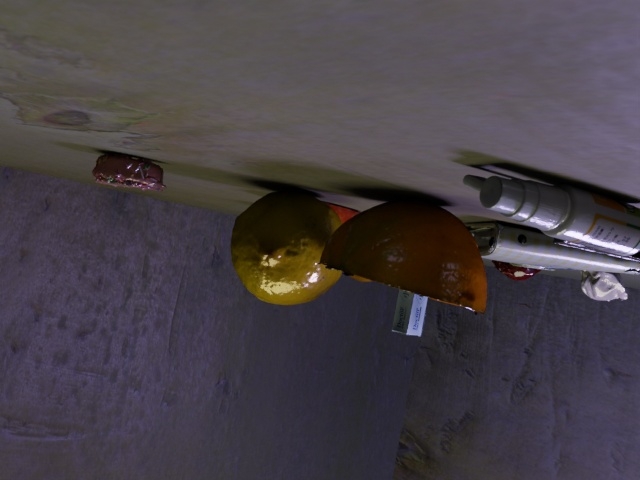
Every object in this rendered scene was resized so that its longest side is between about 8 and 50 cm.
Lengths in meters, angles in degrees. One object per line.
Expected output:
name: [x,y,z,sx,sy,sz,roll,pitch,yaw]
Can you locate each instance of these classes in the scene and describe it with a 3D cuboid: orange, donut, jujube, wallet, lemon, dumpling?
orange: [0.150,0.047,1.174,0.274,0.274,0.310,11,-147,-22]
donut: [-0.405,-0.141,1.352,0.166,0.065,0.117,8,179,32]
jujube: [0.480,0.048,1.647,0.104,0.104,0.166,11,180,-16]
wallet: [0.465,0.021,1.368,0.309,0.077,0.223,10,175,-8]
lemon: [-0.066,0.016,1.420,0.260,0.260,0.284,9,-178,35]
dumpling: [0.812,0.114,1.937,0.127,0.108,0.188,36,-175,-24]

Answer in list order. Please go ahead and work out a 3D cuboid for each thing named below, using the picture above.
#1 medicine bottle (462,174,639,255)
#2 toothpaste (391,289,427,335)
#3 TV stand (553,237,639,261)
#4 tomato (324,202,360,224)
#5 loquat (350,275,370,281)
medicine bottle: [0.269,-0.037,0.755,0.220,0.061,0.092,12,-163,-27]
toothpaste: [0.288,0.132,2.023,0.071,0.313,0.089,9,177,42]
TV stand: [0.472,0.005,0.994,0.256,0.049,0.040,12,177,-13]
tomato: [-0.020,-0.046,1.658,0.236,0.095,0.237,10,179,0]
loquat: [0.132,0.029,1.913,0.179,0.179,0.227,11,-178,-9]
